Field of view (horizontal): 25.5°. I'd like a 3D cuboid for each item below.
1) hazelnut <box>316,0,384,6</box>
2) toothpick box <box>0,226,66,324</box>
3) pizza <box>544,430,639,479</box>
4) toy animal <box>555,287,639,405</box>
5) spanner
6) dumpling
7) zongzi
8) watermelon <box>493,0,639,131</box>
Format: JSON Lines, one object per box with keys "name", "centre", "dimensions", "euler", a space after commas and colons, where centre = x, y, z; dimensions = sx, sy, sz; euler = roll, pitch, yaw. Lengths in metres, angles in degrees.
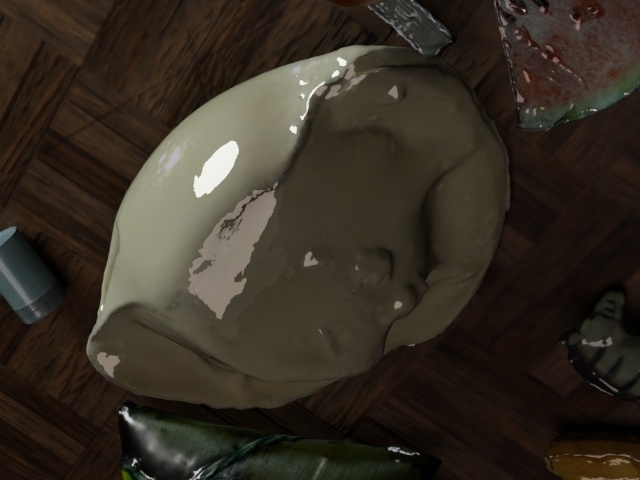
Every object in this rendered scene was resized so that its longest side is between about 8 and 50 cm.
{"name": "hazelnut", "centre": [0.013, -0.285, 0.885], "dimensions": [0.261, 0.261, 0.241], "euler": [23, 162, 5]}
{"name": "toothpick box", "centre": [-0.290, 0.034, 1.372], "dimensions": [0.052, 0.052, 0.083], "euler": [-20, 114, 33]}
{"name": "pizza", "centre": [0.317, 0.257, 1.276], "dimensions": [0.204, 0.080, 0.188], "euler": [-4, 123, 23]}
{"name": "toy animal", "centre": [0.308, 0.139, 1.183], "dimensions": [0.176, 0.073, 0.216], "euler": [-13, 112, 22]}
{"name": "spanner", "centre": [-0.026, -0.248, 1.033], "dimensions": [0.325, 0.026, 0.093], "euler": [42, 126, 5]}
{"name": "dumpling", "centre": [0.000, 0.000, 1.169], "dimensions": [0.316, 0.233, 0.395], "euler": [18, 123, -34]}
{"name": "zongzi", "centre": [-0.061, 0.358, 1.457], "dimensions": [0.319, 0.362, 0.383], "euler": [14, 91, 14]}
{"name": "watermelon", "centre": [0.184, -0.169, 1.022], "dimensions": [0.139, 0.071, 0.187], "euler": [46, 137, -6]}
